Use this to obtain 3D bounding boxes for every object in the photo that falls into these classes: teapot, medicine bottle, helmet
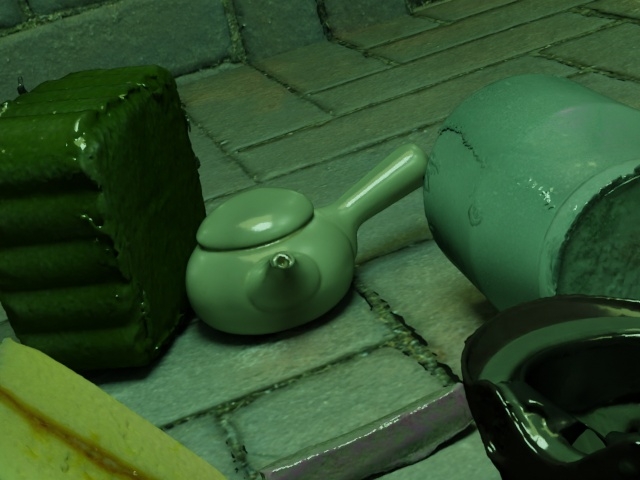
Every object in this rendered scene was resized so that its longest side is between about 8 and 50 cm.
[{"bbox_3d":[-0.024,-0.007,1.293,0.220,0.149,0.318,8,32,40],"label":"teapot"},{"bbox_3d":[0.254,-0.019,1.026,0.245,0.244,0.290,-17,22,-6],"label":"medicine bottle"},{"bbox_3d":[0.234,0.153,0.725,0.225,0.177,0.305,-15,14,-17],"label":"helmet"}]

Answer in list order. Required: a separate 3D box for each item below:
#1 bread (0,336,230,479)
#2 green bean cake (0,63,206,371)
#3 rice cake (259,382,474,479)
[{"bbox_3d":[-0.118,0.191,0.740,0.163,0.264,0.167,-15,28,4],"label":"bread"},{"bbox_3d":[-0.281,-0.037,1.280,0.218,0.335,0.319,-7,19,14],"label":"green bean cake"},{"bbox_3d":[0.045,0.182,0.940,0.207,0.047,0.036,-20,17,-14],"label":"rice cake"}]
